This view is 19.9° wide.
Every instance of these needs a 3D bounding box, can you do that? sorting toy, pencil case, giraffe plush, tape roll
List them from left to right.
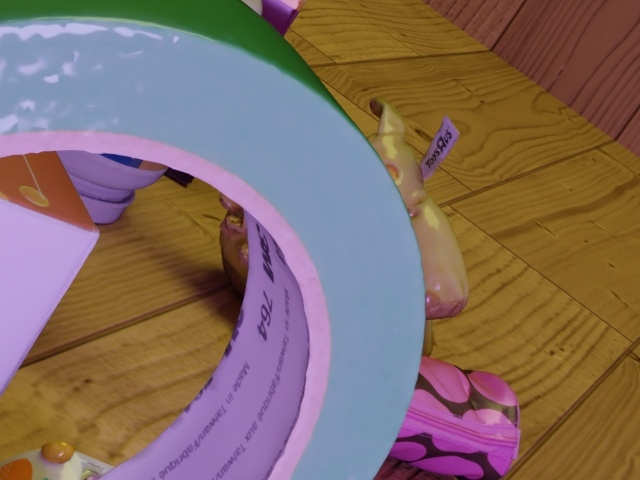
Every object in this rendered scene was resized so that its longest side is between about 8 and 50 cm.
[{"bbox_3d":[-0.120,0.045,0.693,0.321,0.321,0.077,22,20,-34],"label":"tape roll"},{"bbox_3d":[-0.123,0.148,0.910,0.083,0.045,0.075,26,38,-25],"label":"sorting toy"},{"bbox_3d":[0.000,0.000,1.359,0.170,0.210,0.181,-13,45,-28],"label":"giraffe plush"},{"bbox_3d":[0.046,0.109,1.230,0.209,0.095,0.098,18,-13,-37],"label":"pencil case"}]

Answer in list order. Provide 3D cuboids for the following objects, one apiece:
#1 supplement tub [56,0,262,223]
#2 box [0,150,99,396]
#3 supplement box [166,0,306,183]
[{"bbox_3d":[-0.149,-0.127,1.326,0.144,0.199,0.144,30,17,-10],"label":"supplement tub"},{"bbox_3d":[-0.312,-0.044,0.848,0.345,0.168,0.215,22,20,-35],"label":"box"},{"bbox_3d":[-0.093,-0.154,1.523,0.081,0.188,0.104,31,17,-10],"label":"supplement box"}]
